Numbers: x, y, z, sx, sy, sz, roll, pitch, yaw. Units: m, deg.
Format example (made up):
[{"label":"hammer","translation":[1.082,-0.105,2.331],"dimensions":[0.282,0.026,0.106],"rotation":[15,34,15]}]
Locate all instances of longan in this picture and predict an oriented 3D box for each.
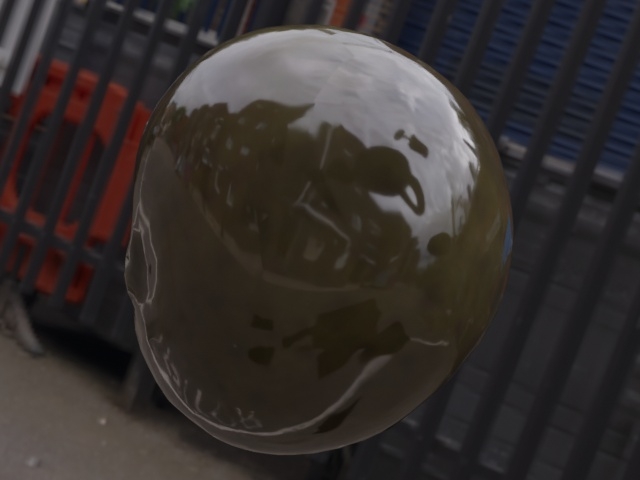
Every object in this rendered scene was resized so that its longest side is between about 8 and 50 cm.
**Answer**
[{"label":"longan","translation":[0.000,0.000,0.646],"dimensions":[0.197,0.220,0.196],"rotation":[7,-12,2]}]
